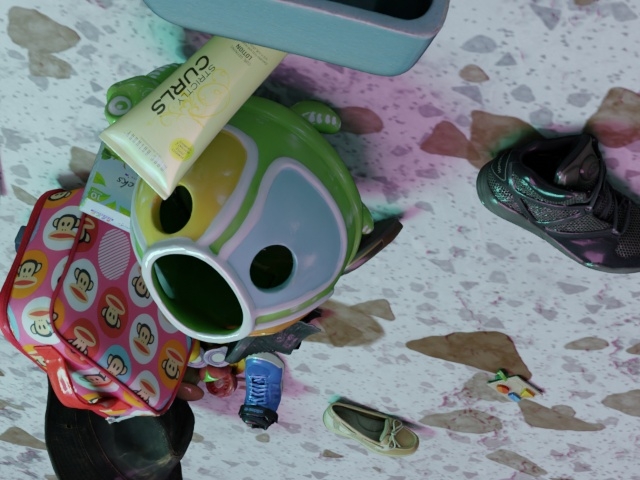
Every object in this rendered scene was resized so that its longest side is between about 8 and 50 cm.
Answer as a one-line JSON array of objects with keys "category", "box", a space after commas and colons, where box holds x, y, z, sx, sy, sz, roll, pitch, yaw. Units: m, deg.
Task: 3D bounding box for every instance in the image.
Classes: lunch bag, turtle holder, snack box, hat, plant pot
[{"category": "lunch bag", "box": [-0.275, 0.098, 1.965, 0.120, 0.258, 0.293, -4, 145, 30]}, {"category": "turtle holder", "box": [-0.090, -0.038, 1.660, 0.243, 0.227, 0.320, 14, 135, 18]}, {"category": "snack box", "box": [-0.204, -0.055, 1.830, 0.141, 0.100, 0.037, 25, 149, -18]}, {"category": "hat", "box": [-0.263, 0.283, 2.290, 0.134, 0.331, 0.331, -32, 132, 19]}, {"category": "plant pot", "box": [-0.008, -0.261, 1.252, 0.248, 0.247, 0.252, 14, 168, 2]}]

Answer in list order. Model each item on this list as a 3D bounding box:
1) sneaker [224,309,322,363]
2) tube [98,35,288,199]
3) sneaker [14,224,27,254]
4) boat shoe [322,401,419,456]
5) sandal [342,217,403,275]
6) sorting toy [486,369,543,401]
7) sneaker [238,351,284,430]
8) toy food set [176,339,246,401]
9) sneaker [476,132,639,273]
[{"category": "sneaker", "box": [-0.067, 0.136, 2.145, 0.089, 0.051, 0.170, 23, 140, -11]}, {"category": "tube", "box": [-0.104, -0.152, 1.517, 0.240, 0.070, 0.062, -43, 145, 13]}, {"category": "sneaker", "box": [-0.345, 0.105, 2.123, 0.112, 0.131, 0.319, 20, 156, 33]}, {"category": "boat shoe", "box": [0.079, 0.283, 2.337, 0.153, 0.056, 0.048, 24, 155, -1]}, {"category": "sandal", "box": [0.000, 0.000, 1.874, 0.219, 0.090, 0.060, -5, 124, 43]}, {"category": "sorting toy", "box": [0.262, 0.203, 2.155, 0.062, 0.012, 0.083, -17, 138, 44]}, {"category": "sneaker", "box": [-0.088, 0.227, 2.282, 0.058, 0.084, 0.152, 11, 150, 7]}, {"category": "toy food set", "box": [-0.178, 0.191, 2.275, 0.128, 0.071, 0.218, 7, 150, 13]}, {"category": "sneaker", "box": [0.290, -0.039, 1.646, 0.228, 0.087, 0.130, 27, 155, -11]}]
